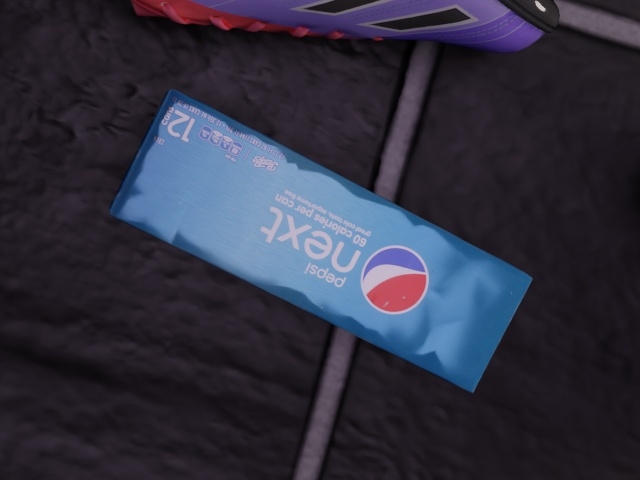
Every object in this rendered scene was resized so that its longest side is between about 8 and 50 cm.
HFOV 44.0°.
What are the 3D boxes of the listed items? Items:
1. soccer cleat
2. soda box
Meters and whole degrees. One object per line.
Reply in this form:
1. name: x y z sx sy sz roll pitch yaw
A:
1. soccer cleat: -0.035 -0.152 0.405 0.318 0.109 0.116 21 113 -10
2. soda box: 0.000 0.000 0.428 0.210 0.067 0.071 27 92 -8
